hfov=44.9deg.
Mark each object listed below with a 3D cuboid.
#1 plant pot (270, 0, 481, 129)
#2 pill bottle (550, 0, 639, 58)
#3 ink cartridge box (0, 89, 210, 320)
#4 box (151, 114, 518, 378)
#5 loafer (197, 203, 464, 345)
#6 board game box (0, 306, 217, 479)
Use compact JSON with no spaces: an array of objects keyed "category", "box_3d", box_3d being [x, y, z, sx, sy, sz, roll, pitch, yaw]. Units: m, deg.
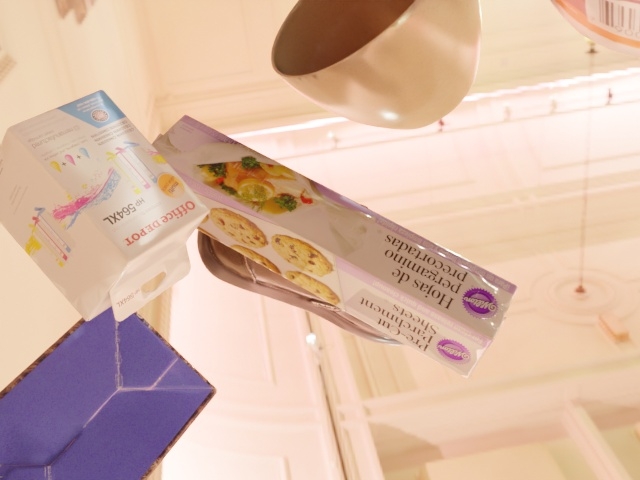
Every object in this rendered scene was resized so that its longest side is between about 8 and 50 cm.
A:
[{"category":"plant pot","box_3d":[0.102,-0.260,1.031,0.284,0.191,0.284,-29,-143,25]},{"category":"pill bottle","box_3d":[0.203,-0.267,0.394,0.224,0.224,0.392,4,171,21]},{"category":"ink cartridge box","box_3d":[-0.160,-0.020,0.574,0.143,0.090,0.092,47,-137,2]},{"category":"box","box_3d":[0.000,0.000,0.648,0.324,0.067,0.063,29,-127,10]},{"category":"loafer","box_3d":[0.044,0.033,0.895,0.365,0.134,0.130,14,157,-23]},{"category":"board game box","box_3d":[-0.274,0.220,0.748,0.291,0.141,0.232,-40,-173,45]}]
